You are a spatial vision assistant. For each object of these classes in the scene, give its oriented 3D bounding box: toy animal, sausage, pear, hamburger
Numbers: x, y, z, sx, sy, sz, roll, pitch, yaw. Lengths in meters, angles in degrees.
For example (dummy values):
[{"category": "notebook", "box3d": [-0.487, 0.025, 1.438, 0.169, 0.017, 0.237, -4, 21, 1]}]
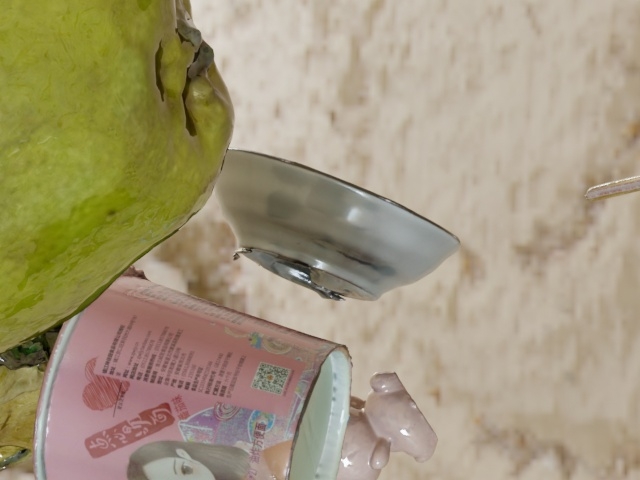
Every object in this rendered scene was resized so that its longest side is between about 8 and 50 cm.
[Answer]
[{"category": "toy animal", "box3d": [0.026, 0.245, 2.137, 0.124, 0.212, 0.124, 63, 175, 10]}, {"category": "sausage", "box3d": [0.276, -0.049, 1.639, 0.100, 0.015, 0.015, -15, 73, 52]}, {"category": "pear", "box3d": [-0.257, -0.085, 0.981, 0.352, 0.413, 0.352, 4, -90, -69]}, {"category": "hamburger", "box3d": [-0.376, 0.148, 1.860, 0.265, 0.284, 0.134, -44, 54, 45]}]

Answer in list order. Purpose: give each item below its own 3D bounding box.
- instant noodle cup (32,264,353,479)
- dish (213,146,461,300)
[{"category": "instant noodle cup", "box3d": [-0.106, 0.161, 1.644, 0.243, 0.231, 0.243, 12, -90, -76]}, {"category": "dish", "box3d": [0.000, 0.000, 2.065, 0.316, 0.316, 0.106, 161, 130, -75]}]
